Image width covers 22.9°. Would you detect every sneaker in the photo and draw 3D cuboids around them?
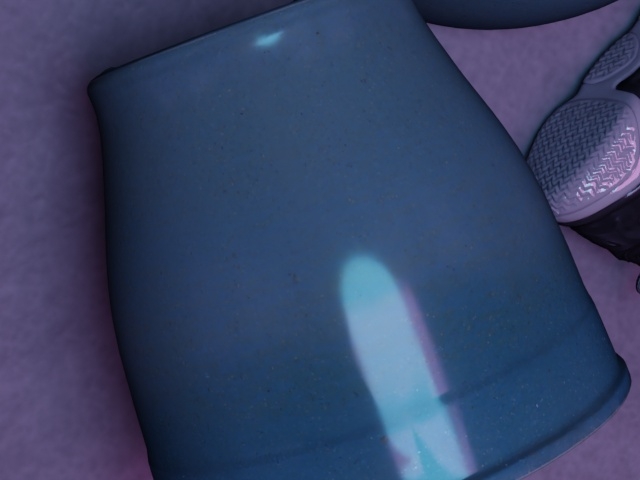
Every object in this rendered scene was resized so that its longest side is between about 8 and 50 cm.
[{"bbox_3d":[0.264,-0.085,1.030,0.268,0.101,0.153,-47,117,2],"label":"sneaker"}]

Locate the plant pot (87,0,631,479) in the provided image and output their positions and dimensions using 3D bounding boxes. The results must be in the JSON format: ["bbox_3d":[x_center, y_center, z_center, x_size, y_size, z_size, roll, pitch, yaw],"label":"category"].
[{"bbox_3d":[0.000,0.000,0.862,0.271,0.271,0.255,-22,98,-16],"label":"plant pot"}]

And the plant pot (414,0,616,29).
[{"bbox_3d":[0.134,-0.250,0.874,0.290,0.195,0.290,-6,107,-21],"label":"plant pot"}]
